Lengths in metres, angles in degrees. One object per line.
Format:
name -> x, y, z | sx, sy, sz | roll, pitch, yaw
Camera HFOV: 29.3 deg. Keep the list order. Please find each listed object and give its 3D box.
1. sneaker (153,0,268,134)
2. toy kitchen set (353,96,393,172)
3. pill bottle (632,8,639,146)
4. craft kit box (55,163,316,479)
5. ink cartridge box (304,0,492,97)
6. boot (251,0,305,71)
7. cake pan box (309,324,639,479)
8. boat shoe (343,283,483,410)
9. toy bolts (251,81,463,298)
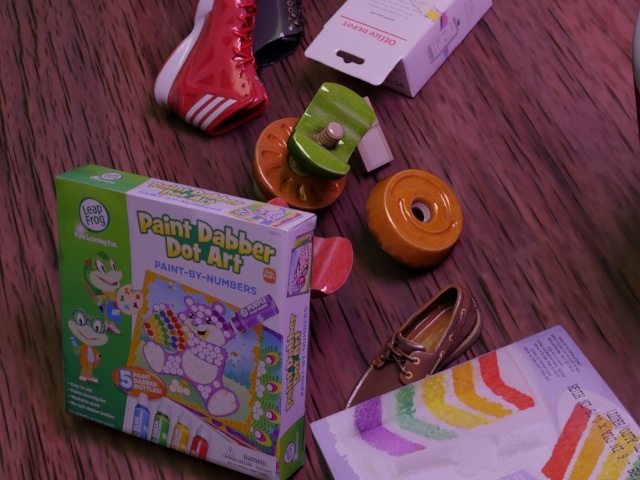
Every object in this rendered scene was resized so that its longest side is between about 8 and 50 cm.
sneaker -> -0.085, -0.218, 1.374 | 0.128, 0.087, 0.221 | 36, 107, 21
toy kitchen set -> 0.020, -0.106, 1.308 | 0.068, 0.075, 0.083 | -27, 11, -16
pill bottle -> 0.364, -0.098, 0.952 | 0.229, 0.407, 0.229 | -9, 53, 13
craft kit box -> -0.126, 0.072, 1.112 | 0.250, 0.246, 0.061 | 13, 20, 26
ink cartridge box -> 0.087, -0.236, 1.362 | 0.115, 0.067, 0.198 | 28, 66, 33
boot -> -0.025, -0.294, 1.443 | 0.198, 0.077, 0.137 | -38, 56, 10
cake pan box -> 0.146, 0.210, 0.975 | 0.246, 0.070, 0.267 | -21, 41, -5
boat shoe -> 0.078, 0.109, 1.120 | 0.064, 0.060, 0.178 | 32, 70, 34
toy bolts -> 0.000, 0.000, 1.212 | 0.218, 0.158, 0.228 | 37, 55, -7
